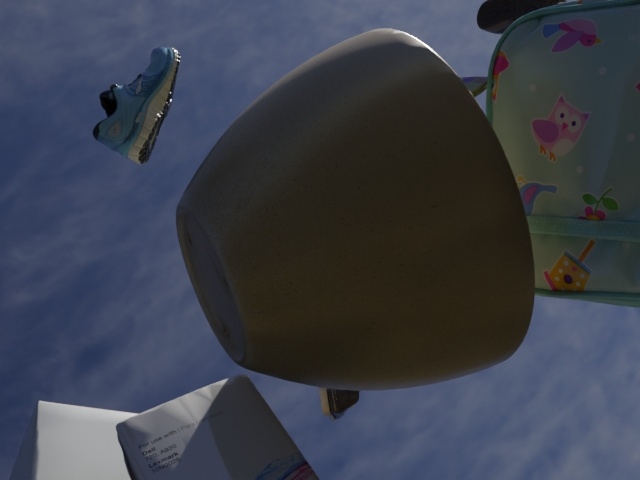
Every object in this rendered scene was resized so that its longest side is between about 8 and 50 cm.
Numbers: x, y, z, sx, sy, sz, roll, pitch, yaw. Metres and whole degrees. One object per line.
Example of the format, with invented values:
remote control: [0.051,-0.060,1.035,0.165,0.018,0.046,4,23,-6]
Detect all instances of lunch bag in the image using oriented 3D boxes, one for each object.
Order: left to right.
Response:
lunch bag: [0.246,-0.053,0.597,0.108,0.279,0.224,2,-87,-46]

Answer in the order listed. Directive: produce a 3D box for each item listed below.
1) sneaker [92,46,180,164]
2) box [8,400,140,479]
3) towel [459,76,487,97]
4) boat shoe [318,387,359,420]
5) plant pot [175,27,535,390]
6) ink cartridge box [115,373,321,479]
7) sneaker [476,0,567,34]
sneaker: [-0.198,-0.158,0.958,0.073,0.063,0.162,18,-131,-6]
box: [-0.272,0.376,1.049,0.215,0.168,0.345,13,-56,-24]
towel: [0.194,-0.205,1.216,0.060,0.083,0.009,-39,-66,-14]
boat shoe: [0.039,0.248,1.425,0.065,0.206,0.075,-11,-99,5]
plant pot: [0.000,0.000,0.689,0.191,0.284,0.284,-21,-72,-20]
ink cartridge box: [-0.037,0.264,0.652,0.117,0.278,0.201,-21,-52,-21]
sneaker: [0.312,-0.338,1.315,0.071,0.188,0.066,2,-80,-27]
